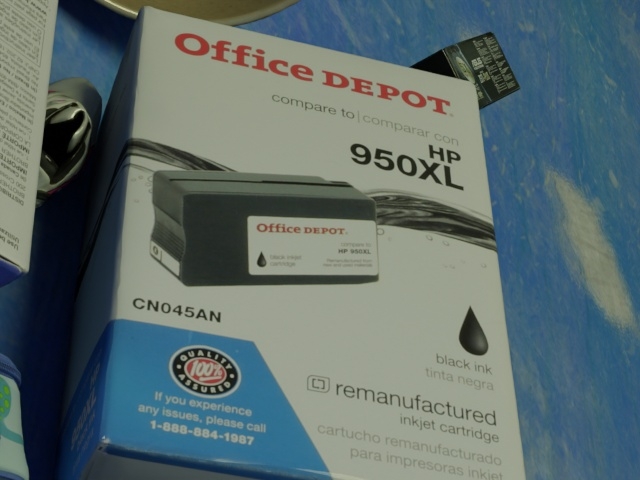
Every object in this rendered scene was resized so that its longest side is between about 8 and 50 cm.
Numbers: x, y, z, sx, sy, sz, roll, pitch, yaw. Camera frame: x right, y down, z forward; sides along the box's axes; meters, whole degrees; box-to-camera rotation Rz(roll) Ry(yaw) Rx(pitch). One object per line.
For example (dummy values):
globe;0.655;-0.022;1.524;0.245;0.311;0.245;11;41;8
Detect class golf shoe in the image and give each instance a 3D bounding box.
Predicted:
golf shoe;-0.193;-0.075;1.068;0.067;0.086;0.186;51;29;-19

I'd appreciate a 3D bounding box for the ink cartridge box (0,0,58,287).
ink cartridge box;-0.304;-0.117;0.842;0.270;0.151;0.395;36;37;-40

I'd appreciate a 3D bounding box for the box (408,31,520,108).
box;0.123;-0.161;1.615;0.077;0.147;0.180;63;28;-2

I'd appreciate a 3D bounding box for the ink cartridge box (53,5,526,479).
ink cartridge box;-0.026;0.042;1.044;0.285;0.166;0.395;12;48;-15

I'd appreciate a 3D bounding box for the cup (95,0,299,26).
cup;-0.122;-0.379;1.261;0.331;0.331;0.237;46;7;-30

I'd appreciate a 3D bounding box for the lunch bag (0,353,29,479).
lunch bag;-0.263;0.097;0.703;0.219;0.176;0.090;23;48;-50
